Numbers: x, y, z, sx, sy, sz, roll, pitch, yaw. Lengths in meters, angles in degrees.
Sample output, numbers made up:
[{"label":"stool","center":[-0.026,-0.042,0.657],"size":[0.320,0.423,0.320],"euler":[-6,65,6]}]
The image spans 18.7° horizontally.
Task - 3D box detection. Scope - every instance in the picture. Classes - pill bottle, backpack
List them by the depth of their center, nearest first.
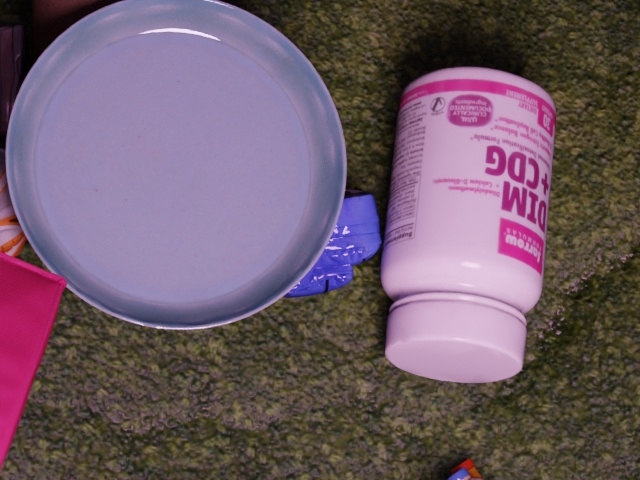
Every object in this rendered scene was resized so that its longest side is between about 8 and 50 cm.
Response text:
[{"label":"backpack","center":[0.000,0.000,1.908],"size":[0.120,0.098,0.101],"euler":[-14,94,-11]},{"label":"pill bottle","center":[0.144,-0.013,1.918],"size":[0.160,0.160,0.283],"euler":[11,69,-11]}]

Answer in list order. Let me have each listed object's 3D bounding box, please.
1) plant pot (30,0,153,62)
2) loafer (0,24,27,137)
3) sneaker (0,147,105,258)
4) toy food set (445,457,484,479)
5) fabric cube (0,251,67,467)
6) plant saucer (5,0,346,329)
[{"label":"plant pot","center":[-0.197,-0.269,1.910],"size":[0.215,0.215,0.230],"euler":[17,82,-9]},{"label":"loafer","center":[-0.312,-0.155,1.915],"size":[0.039,0.045,0.125],"euler":[-1,64,2]},{"label":"sneaker","center":[-0.291,-0.060,1.856],"size":[0.262,0.099,0.121],"euler":[-37,79,-24]},{"label":"toy food set","center":[0.103,0.290,1.816],"size":[0.232,0.111,0.104],"euler":[-30,80,-30]},{"label":"fabric cube","center":[-0.391,0.143,1.609],"size":[0.259,0.254,0.258],"euler":[23,35,-10]},{"label":"plant saucer","center":[-0.134,-0.071,1.815],"size":[0.318,0.044,0.317],"euler":[2,79,-11]}]
